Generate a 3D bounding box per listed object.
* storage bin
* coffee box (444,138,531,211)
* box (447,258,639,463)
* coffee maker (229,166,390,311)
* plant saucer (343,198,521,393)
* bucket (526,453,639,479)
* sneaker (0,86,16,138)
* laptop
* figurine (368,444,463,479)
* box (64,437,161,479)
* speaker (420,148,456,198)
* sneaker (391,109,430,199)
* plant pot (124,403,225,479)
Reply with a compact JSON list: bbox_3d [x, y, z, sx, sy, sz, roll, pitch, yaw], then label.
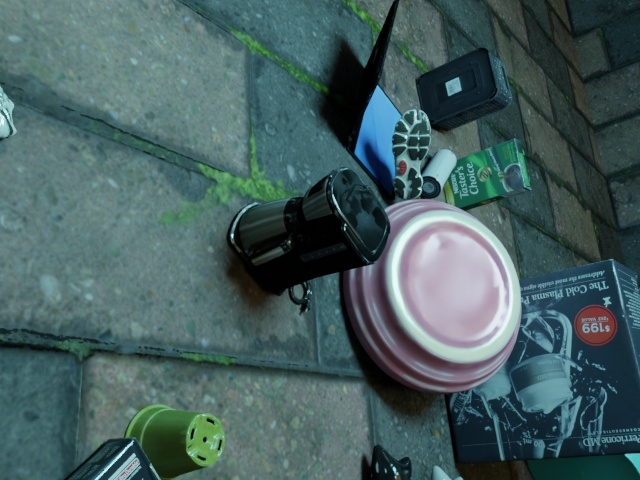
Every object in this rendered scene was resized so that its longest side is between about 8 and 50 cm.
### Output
[{"bbox_3d":[0.318,-0.334,1.419,0.084,0.180,0.121,7,70,-53],"label":"storage bin"},{"bbox_3d":[0.354,-0.136,1.379,0.040,0.184,0.113,6,72,-49],"label":"coffee box"},{"bbox_3d":[0.416,0.231,1.164,0.179,0.343,0.312,15,63,-52],"label":"box"},{"bbox_3d":[0.000,0.000,0.847,0.171,0.178,0.120,38,49,-39],"label":"coffee maker"},{"bbox_3d":[0.202,0.080,1.043,0.332,0.084,0.331,7,70,-20],"label":"plant saucer"},{"bbox_3d":[0.594,0.449,1.381,0.183,0.281,0.281,-37,106,-44],"label":"bucket"},{"bbox_3d":[-0.317,-0.137,0.614,0.037,0.032,0.083,-6,85,-68],"label":"sneaker"},{"bbox_3d":[0.136,-0.254,1.175,0.137,0.264,0.234,19,52,-6],"label":"laptop"},{"bbox_3d":[0.150,0.425,0.929,0.215,0.092,0.209,29,48,-32],"label":"figurine"},{"bbox_3d":[-0.204,0.310,0.547,0.220,0.051,0.175,-43,110,-52],"label":"box"},{"bbox_3d":[0.247,-0.143,1.349,0.055,0.055,0.136,59,37,-17],"label":"speaker"},{"bbox_3d":[0.157,-0.160,1.164,0.071,0.069,0.169,-91,-175,-60],"label":"sneaker"},{"bbox_3d":[-0.143,0.206,0.650,0.083,0.079,0.083,25,56,-45],"label":"plant pot"}]
